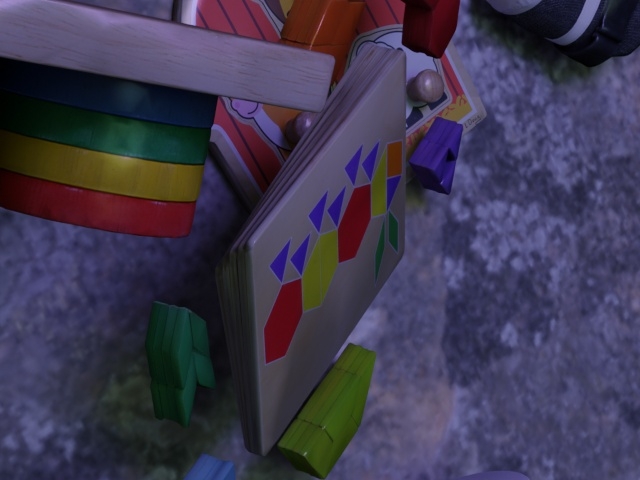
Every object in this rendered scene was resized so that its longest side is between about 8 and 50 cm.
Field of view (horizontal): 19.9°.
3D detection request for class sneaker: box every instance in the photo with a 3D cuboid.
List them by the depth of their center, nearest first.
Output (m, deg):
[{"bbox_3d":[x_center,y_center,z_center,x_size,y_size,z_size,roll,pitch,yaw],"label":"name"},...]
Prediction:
[{"bbox_3d":[0.182,-0.207,1.109,0.121,0.079,0.217,33,76,-32],"label":"sneaker"}]

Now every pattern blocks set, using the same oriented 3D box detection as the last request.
[{"bbox_3d":[0.000,0.000,0.892,0.325,0.026,0.285,-48,147,-51],"label":"pattern blocks set"}]

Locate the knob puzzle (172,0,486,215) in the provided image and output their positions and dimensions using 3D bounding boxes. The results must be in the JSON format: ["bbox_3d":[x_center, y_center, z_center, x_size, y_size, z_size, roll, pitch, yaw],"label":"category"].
[{"bbox_3d":[0.000,-0.109,0.993,0.213,0.030,0.213,4,84,-35],"label":"knob puzzle"}]

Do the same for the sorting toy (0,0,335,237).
[{"bbox_3d":[-0.173,-0.067,0.741,0.257,0.255,0.089,8,97,-35],"label":"sorting toy"}]

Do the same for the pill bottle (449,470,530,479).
[{"bbox_3d":[0.104,0.240,0.979,0.121,0.121,0.216,-25,100,-34],"label":"pill bottle"}]
